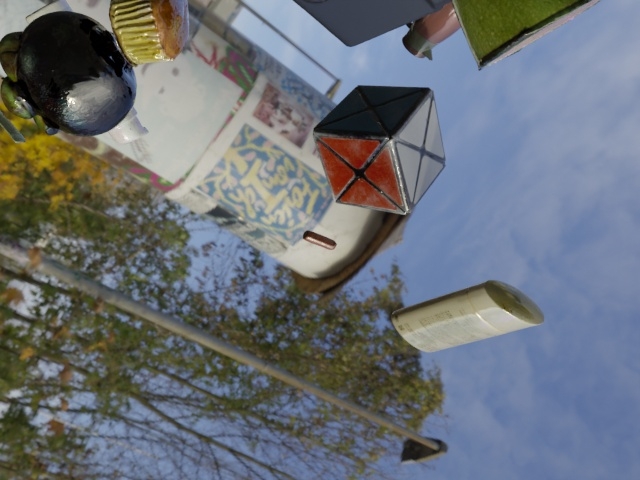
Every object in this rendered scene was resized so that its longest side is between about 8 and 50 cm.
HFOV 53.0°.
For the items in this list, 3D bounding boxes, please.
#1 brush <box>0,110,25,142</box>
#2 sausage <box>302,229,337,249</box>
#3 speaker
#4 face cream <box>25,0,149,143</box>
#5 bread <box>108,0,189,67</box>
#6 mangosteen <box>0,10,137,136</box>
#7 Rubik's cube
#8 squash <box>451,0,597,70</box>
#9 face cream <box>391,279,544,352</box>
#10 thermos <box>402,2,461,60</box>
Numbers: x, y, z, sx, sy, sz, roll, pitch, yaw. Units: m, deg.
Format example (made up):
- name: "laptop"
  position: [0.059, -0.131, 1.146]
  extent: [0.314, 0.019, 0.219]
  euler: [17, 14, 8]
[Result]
- name: "brush"
  position: [-0.753, -0.301, 1.504]
  extent: [0.030, 0.178, 0.033]
  euler: [-43, 177, 18]
- name: "sausage"
  position: [0.000, 0.000, 2.359]
  extent: [0.039, 0.131, 0.041]
  euler: [-46, -151, 51]
- name: "speaker"
  position: [0.087, -0.505, 1.149]
  extent: [0.254, 0.232, 0.184]
  euler: [-8, -115, 41]
- name: "face cream"
  position: [-0.525, -0.374, 1.471]
  extent: [0.102, 0.345, 0.102]
  euler: [-23, -153, 12]
- name: "bread"
  position: [-0.288, -0.391, 1.118]
  extent: [0.114, 0.132, 0.190]
  euler: [-5, -132, 11]
- name: "mangosteen"
  position: [-0.450, -0.290, 1.147]
  extent: [0.243, 0.243, 0.242]
  euler: [-41, -150, 31]
- name: "Rubik's cube"
  position: [0.165, -0.253, 1.739]
  extent: [0.260, 0.254, 0.260]
  euler: [10, -135, 33]
- name: "squash"
  position: [0.403, -0.570, 1.341]
  extent: [0.311, 0.308, 0.310]
  euler: [-28, -176, 2]
- name: "face cream"
  position: [0.348, 0.187, 1.567]
  extent: [0.349, 0.174, 0.081]
  euler: [-28, -148, 47]
- name: "thermos"
  position: [0.329, -0.642, 1.799]
  extent: [0.265, 0.146, 0.176]
  euler: [-45, -112, 45]
